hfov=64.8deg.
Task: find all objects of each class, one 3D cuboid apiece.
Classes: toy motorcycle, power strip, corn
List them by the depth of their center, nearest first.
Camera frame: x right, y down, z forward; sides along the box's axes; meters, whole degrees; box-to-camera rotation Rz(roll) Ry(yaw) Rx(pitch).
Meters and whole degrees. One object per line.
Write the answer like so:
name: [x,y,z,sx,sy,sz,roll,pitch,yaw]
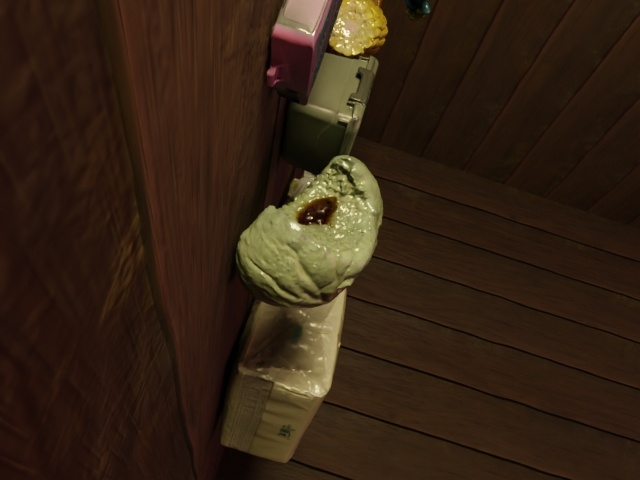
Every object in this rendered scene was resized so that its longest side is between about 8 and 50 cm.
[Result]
power strip: [0.012,-0.258,0.460,0.109,0.038,0.278,110,-2,-77]
corn: [0.061,-0.338,0.808,0.244,0.093,0.093,-74,-177,-65]
toy motorcycle: [-0.041,-0.072,1.021,0.228,0.074,0.151,-63,-174,0]

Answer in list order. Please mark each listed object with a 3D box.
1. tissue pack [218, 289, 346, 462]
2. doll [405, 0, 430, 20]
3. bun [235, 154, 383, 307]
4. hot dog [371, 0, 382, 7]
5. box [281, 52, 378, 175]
tissue pack: [-0.089,0.288,1.154,0.380,0.207,0.297,109,-2,-47]
doll: [0.191,-0.684,1.150,0.341,0.099,0.345,-129,-150,-77]
bun: [0.000,0.000,0.614,0.212,0.126,0.204,-46,175,-1]
hot dog: [0.110,-0.556,1.136,0.092,0.062,0.235,159,-53,-79]
box: [0.006,-0.164,0.678,0.172,0.093,0.124,111,-4,-66]
